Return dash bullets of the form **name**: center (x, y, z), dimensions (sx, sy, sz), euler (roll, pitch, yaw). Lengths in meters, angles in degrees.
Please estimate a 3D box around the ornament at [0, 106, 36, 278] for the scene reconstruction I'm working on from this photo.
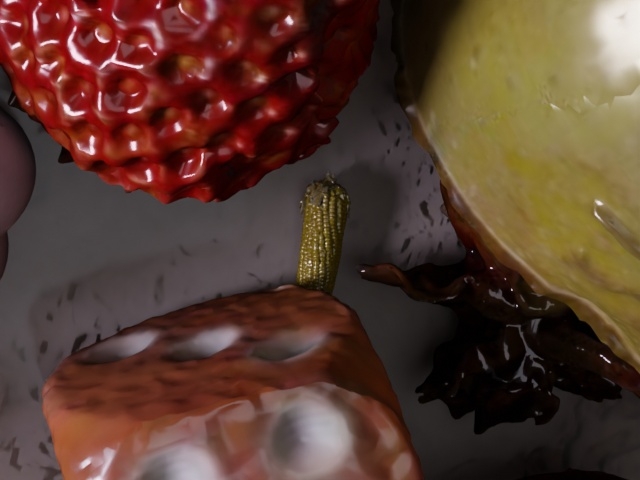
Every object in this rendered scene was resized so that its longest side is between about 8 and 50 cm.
- **ornament**: center (-0.224, -0.031, 0.517), dimensions (0.178, 0.177, 0.177), euler (-3, 101, -17)

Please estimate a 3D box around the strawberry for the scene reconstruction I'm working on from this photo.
- **strawberry**: center (-0.039, -0.129, 0.484), dimensions (0.205, 0.244, 0.205), euler (12, 64, -26)

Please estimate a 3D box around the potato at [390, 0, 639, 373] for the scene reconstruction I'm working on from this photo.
- **potato**: center (0.290, -0.116, 0.515), dimensions (0.442, 0.319, 0.385), euler (-12, 79, -25)

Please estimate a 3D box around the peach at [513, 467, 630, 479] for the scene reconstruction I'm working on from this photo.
- **peach**: center (0.145, 0.252, 0.655), dimensions (0.231, 0.231, 0.231), euler (-3, 101, -17)

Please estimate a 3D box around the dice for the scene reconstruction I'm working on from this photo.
- **dice**: center (-0.045, 0.136, 0.590), dimensions (0.174, 0.179, 0.175), euler (-15, 106, -10)

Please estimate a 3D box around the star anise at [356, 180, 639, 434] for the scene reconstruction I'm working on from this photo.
- **star anise**: center (0.172, 0.042, 0.658), dimensions (0.237, 0.148, 0.346), euler (-42, 92, -7)

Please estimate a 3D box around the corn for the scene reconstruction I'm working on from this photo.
- **corn**: center (0.000, 0.000, 0.663), dimensions (0.028, 0.027, 0.083), euler (2, 100, -39)
